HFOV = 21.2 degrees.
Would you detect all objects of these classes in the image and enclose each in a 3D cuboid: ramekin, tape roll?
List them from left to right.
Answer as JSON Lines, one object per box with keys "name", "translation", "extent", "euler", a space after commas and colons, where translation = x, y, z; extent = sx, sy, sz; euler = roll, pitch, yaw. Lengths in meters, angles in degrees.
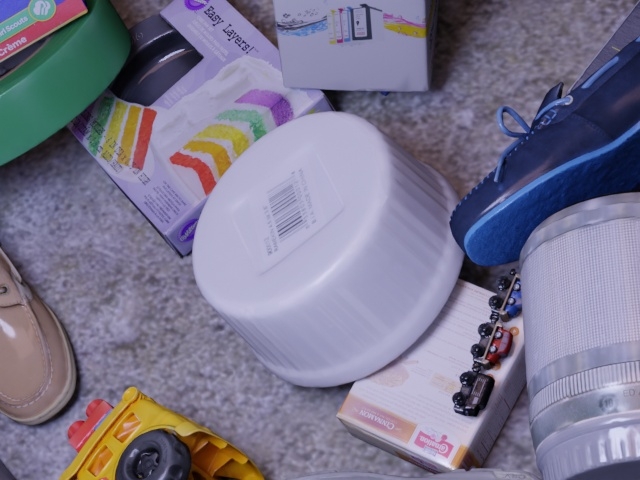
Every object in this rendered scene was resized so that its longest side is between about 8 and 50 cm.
{"name": "tape roll", "translation": [-0.377, -0.189, 1.995], "extent": [0.321, 0.077, 0.321], "euler": [-23, 31, 14]}
{"name": "ramekin", "translation": [0.000, 0.000, 1.768], "extent": [0.277, 0.135, 0.277], "euler": [-22, 47, 26]}

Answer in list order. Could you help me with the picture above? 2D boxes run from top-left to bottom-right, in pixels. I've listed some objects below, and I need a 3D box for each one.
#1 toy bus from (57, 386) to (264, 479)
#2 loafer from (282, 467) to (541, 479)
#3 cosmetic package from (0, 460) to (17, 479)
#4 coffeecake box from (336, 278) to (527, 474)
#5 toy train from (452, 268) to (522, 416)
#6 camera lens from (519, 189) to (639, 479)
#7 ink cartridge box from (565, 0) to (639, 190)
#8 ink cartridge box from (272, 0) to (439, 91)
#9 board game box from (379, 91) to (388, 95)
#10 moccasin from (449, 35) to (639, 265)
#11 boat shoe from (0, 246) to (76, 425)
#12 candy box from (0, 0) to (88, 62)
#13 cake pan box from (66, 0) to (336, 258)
{"name": "toy bus", "translation": [-0.204, 0.263, 1.763], "extent": [0.211, 0.149, 0.220], "euler": [31, 80, 43]}
{"name": "loafer", "translation": [0.068, 0.287, 1.661], "extent": [0.320, 0.112, 0.111], "euler": [-5, 55, 17]}
{"name": "cosmetic package", "translation": [-0.458, 0.183, 1.747], "extent": [0.097, 0.377, 0.284], "euler": [-47, 58, -6]}
{"name": "coffeecake box", "translation": [0.126, 0.137, 1.740], "extent": [0.142, 0.068, 0.185], "euler": [23, 74, 27]}
{"name": "toy train", "translation": [0.171, 0.101, 1.686], "extent": [0.036, 0.027, 0.158], "euler": [16, 72, 19]}
{"name": "camera lens", "translation": [0.301, 0.105, 1.603], "extent": [0.219, 0.219, 0.274], "euler": [-9, 62, 16]}
{"name": "ink cartridge box", "translation": [0.418, -0.130, 1.770], "extent": [0.304, 0.072, 0.307], "euler": [32, 77, 30]}
{"name": "ink cartridge box", "translation": [0.042, -0.300, 1.857], "extent": [0.168, 0.232, 0.171], "euler": [3, 52, 7]}
{"name": "board game box", "translation": [0.071, -0.222, 1.968], "extent": [0.090, 0.020, 0.090], "euler": [-47, 59, -8]}
{"name": "moccasin", "translation": [0.268, -0.103, 1.729], "extent": [0.342, 0.137, 0.117], "euler": [-33, 56, -6]}
{"name": "boat shoe", "translation": [-0.392, 0.067, 1.937], "extent": [0.122, 0.110, 0.341], "euler": [-38, 58, -2]}
{"name": "candy box", "translation": [-0.423, -0.296, 2.002], "extent": [0.268, 0.122, 0.317], "euler": [-29, 28, 1]}
{"name": "cake pan box", "translation": [-0.150, -0.150, 1.986], "extent": [0.246, 0.070, 0.267], "euler": [-39, 58, -5]}
